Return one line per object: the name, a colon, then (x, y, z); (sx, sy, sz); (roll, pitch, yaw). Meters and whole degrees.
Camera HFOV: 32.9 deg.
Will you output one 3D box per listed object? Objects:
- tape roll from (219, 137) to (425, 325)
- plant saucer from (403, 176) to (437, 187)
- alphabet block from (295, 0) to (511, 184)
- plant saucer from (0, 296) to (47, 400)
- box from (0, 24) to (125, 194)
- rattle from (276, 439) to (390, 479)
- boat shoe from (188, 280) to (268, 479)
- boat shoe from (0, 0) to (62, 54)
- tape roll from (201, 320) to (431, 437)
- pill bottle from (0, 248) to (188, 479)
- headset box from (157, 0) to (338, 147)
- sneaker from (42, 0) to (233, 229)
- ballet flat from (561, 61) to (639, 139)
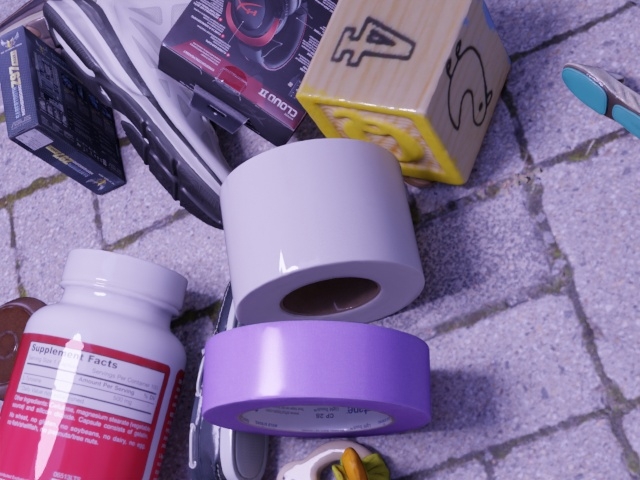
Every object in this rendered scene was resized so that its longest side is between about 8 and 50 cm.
tape roll: (0.000, 0.000, 1.390); (0.246, 0.246, 0.169); (-18, 65, 20)
plant saucer: (0.144, -0.109, 1.490); (0.083, 0.015, 0.083); (-9, 68, 24)
alphabet block: (0.114, -0.211, 1.427); (0.193, 0.192, 0.197); (12, 70, 32)
plant saucer: (-0.486, 0.167, 1.705); (0.168, 0.029, 0.169); (-9, 68, 23)
box: (-0.398, -0.195, 1.670); (0.059, 0.232, 0.183); (-22, 64, 15)
rattle: (-0.022, 0.314, 1.355); (0.199, 0.142, 0.130); (-2, 90, 20)
boat shoe: (-0.125, 0.181, 1.465); (0.091, 0.114, 0.303); (-11, 59, 31)
boat shoe: (-0.388, -0.394, 1.813); (0.355, 0.132, 0.130); (-20, 54, 10)
tape roll: (-0.004, 0.174, 1.311); (0.274, 0.275, 0.090); (-9, 69, 24)
pill bottle: (-0.313, 0.228, 1.477); (0.229, 0.229, 0.408); (6, 75, 29)
headset box: (-0.076, -0.288, 1.523); (0.218, 0.110, 0.293); (32, 75, -4)
sneaker: (-0.189, -0.245, 1.620); (0.257, 0.169, 0.447); (-35, 79, -17)
ballet flat: (0.382, -0.179, 1.381); (0.052, 0.057, 0.168); (-34, 60, -20)
